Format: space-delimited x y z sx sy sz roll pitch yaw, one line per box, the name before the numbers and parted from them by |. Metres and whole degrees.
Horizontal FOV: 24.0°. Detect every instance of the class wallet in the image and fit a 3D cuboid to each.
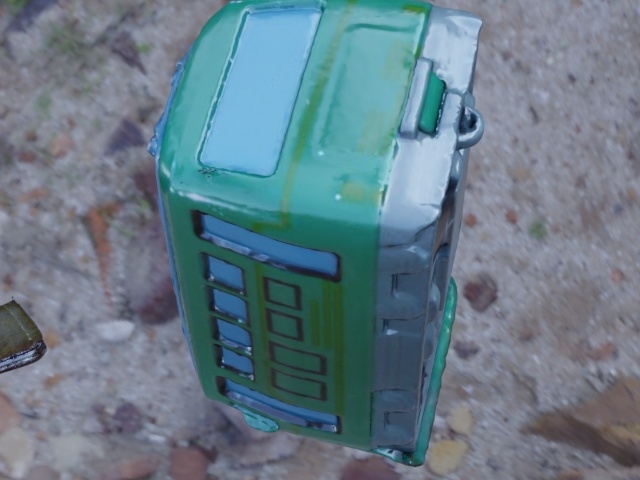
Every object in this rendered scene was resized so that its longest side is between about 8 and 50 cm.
wallet | -0.452 0.148 1.754 0.255 0.031 0.137 -23 31 -20

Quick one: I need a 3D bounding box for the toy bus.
toy bus | 0.000 0.000 1.006 0.199 0.343 0.183 9 57 7
